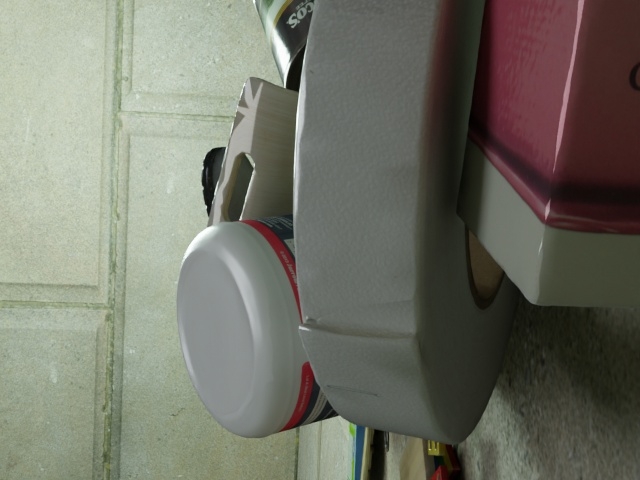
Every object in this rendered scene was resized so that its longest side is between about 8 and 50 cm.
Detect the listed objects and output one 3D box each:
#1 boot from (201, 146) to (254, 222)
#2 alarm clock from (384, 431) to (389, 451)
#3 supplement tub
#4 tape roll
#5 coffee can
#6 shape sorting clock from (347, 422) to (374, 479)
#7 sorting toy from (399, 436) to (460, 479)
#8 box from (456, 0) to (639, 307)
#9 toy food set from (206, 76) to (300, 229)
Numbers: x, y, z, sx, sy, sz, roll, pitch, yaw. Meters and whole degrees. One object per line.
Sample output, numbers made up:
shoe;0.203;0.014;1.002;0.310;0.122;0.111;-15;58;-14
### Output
boot;0.000;0.000;1.138;0.338;0.223;0.118;62;-147;-26
alarm clock;0.100;0.221;1.234;0.129;0.064;0.192;-107;17;-72
supplement tub;0.021;0.064;0.798;0.191;0.272;0.191;17;111;55
tape roll;0.089;-0.060;0.576;0.392;0.072;0.392;6;-90;-69
coffee can;0.016;-0.325;1.316;0.201;0.202;0.275;98;161;-44
shape sorting clock;0.074;0.369;1.492;0.206;0.040;0.206;-178;90;-88
sorting toy;0.130;0.287;0.968;0.274;0.046;0.132;99;171;-52
box;0.157;-0.098;0.366;0.127;0.149;0.232;-106;18;-69
toy food set;0.020;-0.052;0.935;0.092;0.306;0.219;35;115;44
